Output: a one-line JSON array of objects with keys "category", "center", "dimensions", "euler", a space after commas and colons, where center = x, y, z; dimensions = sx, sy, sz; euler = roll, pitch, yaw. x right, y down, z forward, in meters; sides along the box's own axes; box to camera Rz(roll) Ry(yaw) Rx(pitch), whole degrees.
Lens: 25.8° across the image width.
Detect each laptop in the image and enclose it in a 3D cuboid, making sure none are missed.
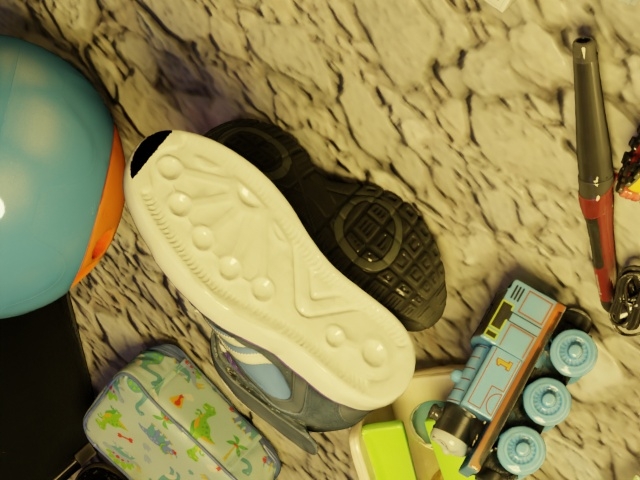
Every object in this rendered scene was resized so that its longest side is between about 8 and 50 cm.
[{"category": "laptop", "center": [-0.468, 0.270, 1.669], "dimensions": [0.408, 0.382, 0.236], "euler": [-29, 98, 46]}]

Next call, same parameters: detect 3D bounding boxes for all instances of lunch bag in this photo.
[{"category": "lunch bag", "center": [-0.164, 0.236, 1.616], "dimensions": [0.219, 0.090, 0.176], "euler": [43, 136, 5]}]

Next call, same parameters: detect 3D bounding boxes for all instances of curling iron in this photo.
[{"category": "curling iron", "center": [0.241, -0.041, 1.148], "dimensions": [0.068, 0.035, 0.274], "euler": [0, 119, 33]}]

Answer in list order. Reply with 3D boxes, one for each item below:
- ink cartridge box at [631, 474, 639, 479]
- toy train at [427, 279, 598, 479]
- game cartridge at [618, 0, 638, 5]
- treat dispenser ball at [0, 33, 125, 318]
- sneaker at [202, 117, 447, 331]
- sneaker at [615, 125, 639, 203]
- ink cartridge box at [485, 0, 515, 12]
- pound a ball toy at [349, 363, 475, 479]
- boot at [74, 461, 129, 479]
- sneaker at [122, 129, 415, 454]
[{"category": "ink cartridge box", "center": [0.358, 0.290, 1.262], "dimensions": [0.209, 0.062, 0.109], "euler": [37, 135, 13]}, {"category": "toy train", "center": [0.167, 0.129, 1.227], "dimensions": [0.105, 0.184, 0.080], "euler": [29, 167, 7]}, {"category": "game cartridge", "center": [0.212, -0.214, 1.047], "dimensions": [0.083, 0.017, 0.056], "euler": [23, 138, -5]}, {"category": "treat dispenser ball", "center": [-0.339, -0.064, 1.406], "dimensions": [0.288, 0.288, 0.288], "euler": [20, 129, 27]}, {"category": "sneaker", "center": [0.000, 0.000, 1.333], "dimensions": [0.286, 0.109, 0.130], "euler": [38, 145, 21]}, {"category": "sneaker", "center": [0.318, -0.094, 1.030], "dimensions": [0.092, 0.088, 0.225], "euler": [29, 137, -9]}, {"category": "ink cartridge box", "center": [0.149, -0.282, 1.047], "dimensions": [0.097, 0.046, 0.207], "euler": [37, 135, 10]}, {"category": "pound a ball toy", "center": [0.174, 0.277, 1.371], "dimensions": [0.208, 0.136, 0.319], "euler": [-10, 115, 18]}, {"category": "boot", "center": [-0.205, 0.360, 1.663], "dimensions": [0.236, 0.085, 0.178], "euler": [38, 177, -1]}, {"category": "sneaker", "center": [-0.081, 0.057, 1.273], "dimensions": [0.323, 0.130, 0.236], "euler": [42, 152, -10]}]
